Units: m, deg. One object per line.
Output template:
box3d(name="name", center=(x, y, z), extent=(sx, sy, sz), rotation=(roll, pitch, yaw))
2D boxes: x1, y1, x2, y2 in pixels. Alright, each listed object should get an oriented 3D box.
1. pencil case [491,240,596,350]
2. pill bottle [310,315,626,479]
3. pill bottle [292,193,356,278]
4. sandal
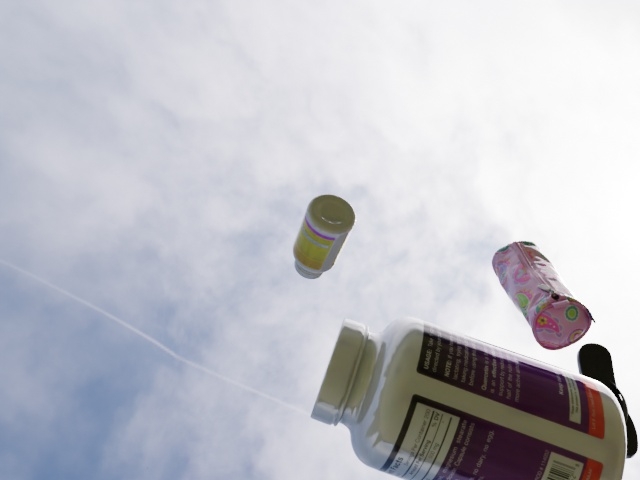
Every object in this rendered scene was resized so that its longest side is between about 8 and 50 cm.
box3d(name="pencil case", center=(0.456, 0.103, 1.165), extent=(0.124, 0.124, 0.284), rotation=(19, -156, -9))
box3d(name="pill bottle", center=(0.160, 0.202, 0.649), extent=(0.323, 0.181, 0.181), rotation=(19, -116, 4))
box3d(name="pill bottle", center=(0.000, 0.000, 0.491), extent=(0.043, 0.083, 0.043), rotation=(9, -128, -12))
box3d(name="sandal", center=(0.619, 0.342, 1.213), extent=(0.097, 0.054, 0.254), rotation=(-4, -124, 2))
